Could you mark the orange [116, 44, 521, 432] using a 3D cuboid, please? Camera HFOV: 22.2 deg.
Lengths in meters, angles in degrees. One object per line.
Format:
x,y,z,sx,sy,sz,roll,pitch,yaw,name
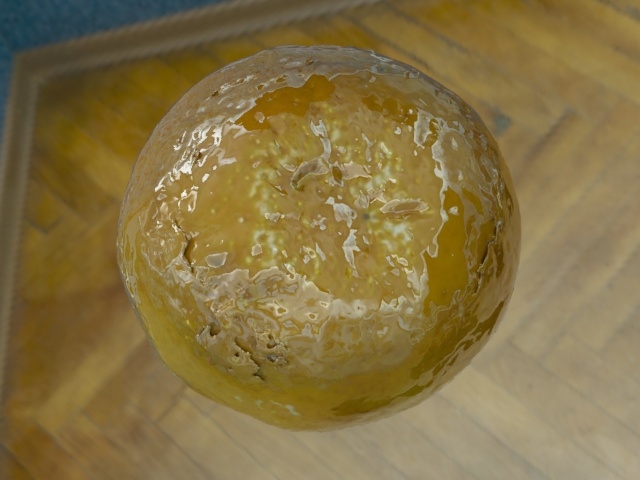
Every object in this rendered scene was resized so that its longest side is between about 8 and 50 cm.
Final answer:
-0.001,-0.001,0.897,0.219,0.193,0.219,9,59,-16,orange
